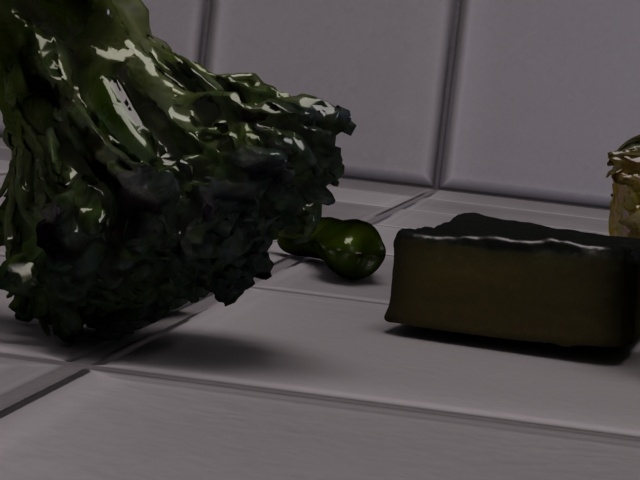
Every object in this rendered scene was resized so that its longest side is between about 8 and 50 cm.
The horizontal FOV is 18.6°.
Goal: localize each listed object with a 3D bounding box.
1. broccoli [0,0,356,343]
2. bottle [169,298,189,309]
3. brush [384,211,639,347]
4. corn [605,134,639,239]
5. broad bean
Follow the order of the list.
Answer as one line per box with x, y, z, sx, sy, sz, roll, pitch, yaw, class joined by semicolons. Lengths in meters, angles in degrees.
-0.124;-0.098;0.843;0.165;0.304;0.145;-35;-8;-12;broccoli
-0.086;0.021;0.945;0.030;0.030;0.083;8;3;18;bottle
0.113;0.021;1.062;0.123;0.059;0.197;6;4;14;brush
0.348;-0.007;1.400;0.305;0.123;0.122;5;6;-4;corn
0.005;0.001;1.342;0.069;0.039;0.227;12;1;-19;broad bean
